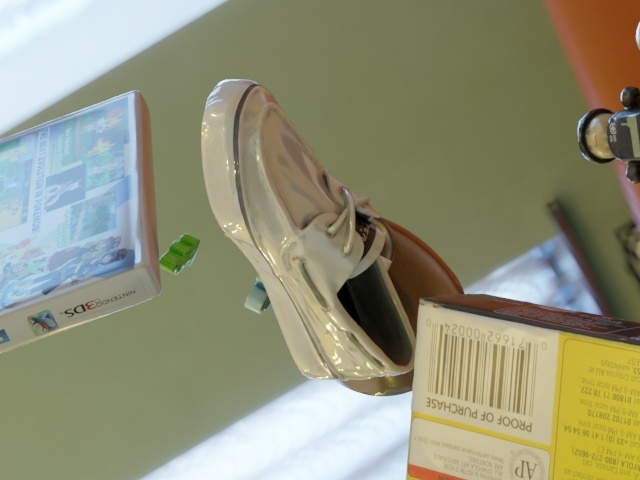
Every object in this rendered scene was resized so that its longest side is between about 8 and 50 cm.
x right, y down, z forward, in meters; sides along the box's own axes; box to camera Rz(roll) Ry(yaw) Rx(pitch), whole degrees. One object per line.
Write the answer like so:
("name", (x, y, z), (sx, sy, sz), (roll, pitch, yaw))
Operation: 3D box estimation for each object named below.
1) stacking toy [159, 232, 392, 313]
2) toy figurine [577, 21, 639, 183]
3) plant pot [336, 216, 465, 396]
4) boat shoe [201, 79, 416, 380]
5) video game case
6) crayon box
("stacking toy", (-0.041, 0.033, 1.461), (0.167, 0.052, 0.221), (27, -155, 11))
("toy figurine", (0.404, -0.129, 1.622), (0.209, 0.213, 0.148), (34, 167, -21))
("plant pot", (0.062, 0.059, 1.910), (0.215, 0.215, 0.230), (60, 180, 27))
("boat shoe", (0.000, 0.000, 1.048), (0.096, 0.088, 0.267), (-61, -38, -43))
("video game case", (-0.283, 0.001, 1.285), (0.329, 0.300, 0.036), (-104, -7, -60))
("crayon box", (0.148, 0.205, 0.960), (0.081, 0.202, 0.318), (-3, -80, -49))
